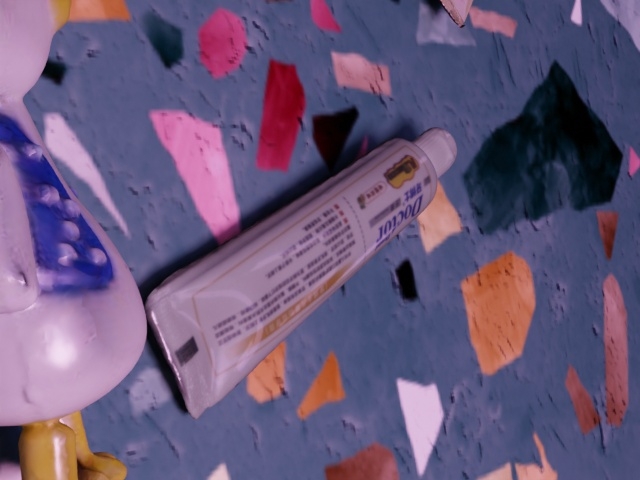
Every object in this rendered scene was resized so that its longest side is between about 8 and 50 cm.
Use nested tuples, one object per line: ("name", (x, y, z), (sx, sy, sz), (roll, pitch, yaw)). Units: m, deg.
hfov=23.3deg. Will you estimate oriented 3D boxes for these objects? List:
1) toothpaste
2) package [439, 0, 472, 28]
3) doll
("toothpaste", (0.000, 0.000, 0.793), (0.255, 0.037, 0.067), (-39, 118, -45))
("package", (0.084, -0.167, 0.944), (0.059, 0.029, 0.083), (59, 31, -14))
("doll", (-0.130, -0.036, 0.576), (0.138, 0.119, 0.293), (-134, -153, -80))
